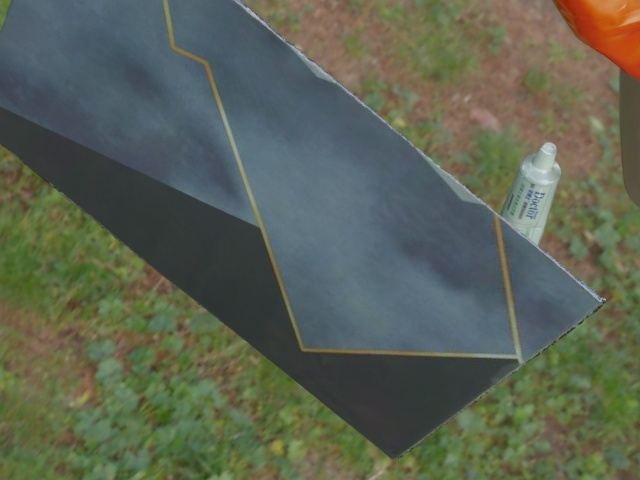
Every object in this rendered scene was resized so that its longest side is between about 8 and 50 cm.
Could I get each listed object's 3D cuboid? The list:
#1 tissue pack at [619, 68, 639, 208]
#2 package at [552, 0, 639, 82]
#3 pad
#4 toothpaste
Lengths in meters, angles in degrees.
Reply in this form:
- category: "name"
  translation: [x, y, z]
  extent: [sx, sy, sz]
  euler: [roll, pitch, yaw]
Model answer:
- category: "tissue pack"
  translation: [0.505, -0.127, 1.275]
  extent: [0.387, 0.277, 0.267]
  euler: [-10, 108, -28]
- category: "package"
  translation: [0.180, -0.287, 0.939]
  extent: [0.196, 0.123, 0.423]
  euler: [40, 27, -46]
- category: "pad"
  translation: [-0.027, -0.016, 0.517]
  extent: [0.243, 0.163, 0.004]
  euler: [39, 51, -1]
- category: "toothpaste"
  translation: [0.202, -0.016, 1.342]
  extent: [0.064, 0.218, 0.041]
  euler: [23, 48, 11]
